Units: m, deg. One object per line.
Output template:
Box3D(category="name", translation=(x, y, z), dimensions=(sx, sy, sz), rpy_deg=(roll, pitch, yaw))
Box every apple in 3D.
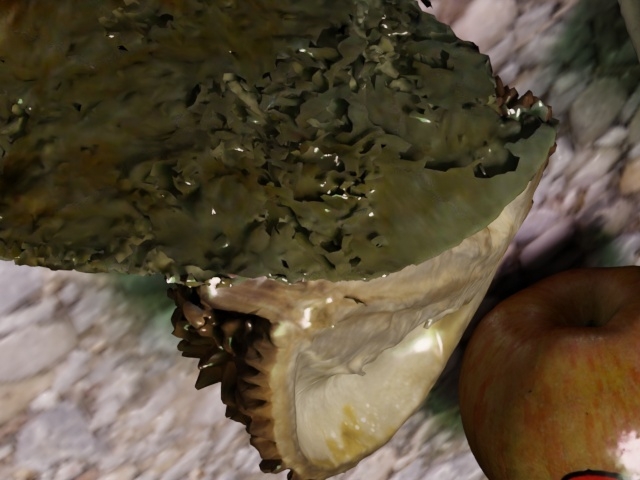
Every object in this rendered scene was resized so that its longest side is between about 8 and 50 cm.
Box3D(category="apple", translation=(0.121, 0.065, 0.756), dimensions=(0.126, 0.126, 0.102), rpy_deg=(-23, 112, -26))

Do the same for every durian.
Box3D(category="durian", translation=(0.000, 0.000, 0.606), dimensions=(0.148, 0.091, 0.188), rpy_deg=(-63, 161, 18))

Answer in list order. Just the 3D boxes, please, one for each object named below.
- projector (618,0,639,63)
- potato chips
Box3D(category="projector", translation=(0.293, -0.059, 0.640), dimensions=(0.249, 0.248, 0.248), rpy_deg=(21, 129, -39))
Box3D(category="potato chips", translation=(-0.032, -0.044, 0.529), dimensions=(0.209, 0.142, 0.026), rpy_deg=(19, 147, -9))
